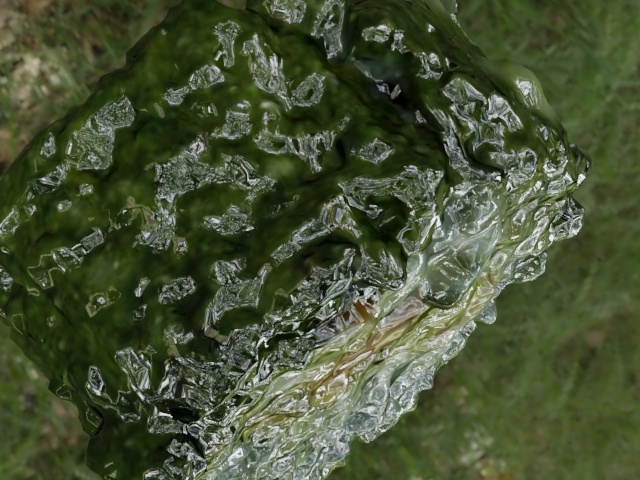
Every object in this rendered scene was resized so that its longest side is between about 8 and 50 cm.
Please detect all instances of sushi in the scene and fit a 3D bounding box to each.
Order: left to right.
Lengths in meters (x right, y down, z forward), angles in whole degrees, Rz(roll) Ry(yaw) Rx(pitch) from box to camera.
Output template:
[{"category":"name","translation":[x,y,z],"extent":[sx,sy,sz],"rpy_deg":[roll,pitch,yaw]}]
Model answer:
[{"category":"sushi","translation":[0.000,0.000,0.778],"extent":[0.294,0.178,0.352],"rpy_deg":[-44,163,8]}]
